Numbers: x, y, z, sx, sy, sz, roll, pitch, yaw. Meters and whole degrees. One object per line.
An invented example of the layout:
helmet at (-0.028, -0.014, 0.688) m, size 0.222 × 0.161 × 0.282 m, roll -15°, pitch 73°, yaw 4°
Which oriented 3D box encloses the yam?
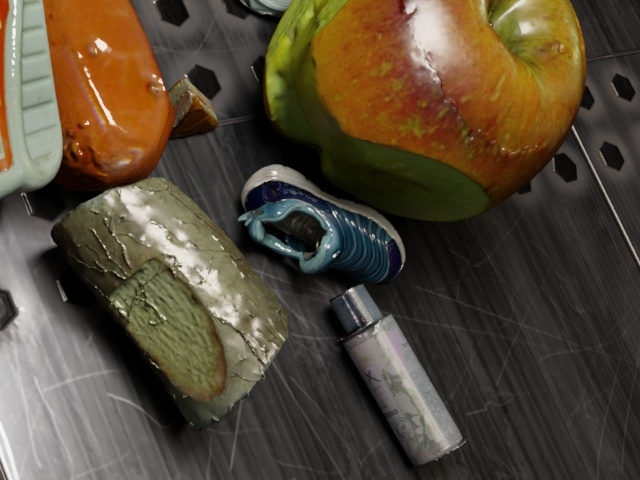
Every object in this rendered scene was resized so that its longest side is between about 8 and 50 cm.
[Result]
yam at (-0.142, 0.052, 1.444) m, size 0.254 × 0.154 × 0.154 m, roll 51°, pitch 48°, yaw 3°

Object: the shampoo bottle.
shampoo bottle at (0.081, 0.149, 1.599) m, size 0.072 × 0.072 × 0.214 m, roll -27°, pitch 85°, yaw -42°

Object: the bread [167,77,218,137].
bread at (-0.156, -0.144, 1.599) m, size 0.062 × 0.109 × 0.043 m, roll -29°, pitch 77°, yaw 2°

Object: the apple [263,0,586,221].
apple at (0.102, -0.187, 1.622) m, size 0.384 × 0.374 × 0.374 m, roll -31°, pitch 86°, yaw -47°

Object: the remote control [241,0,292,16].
remote control at (-0.032, -0.369, 1.810) m, size 0.104 × 0.052 × 0.247 m, roll 46°, pitch 48°, yaw -9°

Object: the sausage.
sausage at (-0.253, -0.177, 1.485) m, size 0.153 × 0.141 × 0.268 m, roll -13°, pitch 73°, yaw -40°

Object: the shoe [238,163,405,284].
shoe at (0.000, 0.000, 1.599) m, size 0.207 × 0.091 × 0.106 m, roll 26°, pitch 38°, yaw -17°

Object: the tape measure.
tape measure at (-0.346, -0.153, 1.318) m, size 0.246 × 0.125 × 0.243 m, roll -30°, pitch 115°, yaw -62°
